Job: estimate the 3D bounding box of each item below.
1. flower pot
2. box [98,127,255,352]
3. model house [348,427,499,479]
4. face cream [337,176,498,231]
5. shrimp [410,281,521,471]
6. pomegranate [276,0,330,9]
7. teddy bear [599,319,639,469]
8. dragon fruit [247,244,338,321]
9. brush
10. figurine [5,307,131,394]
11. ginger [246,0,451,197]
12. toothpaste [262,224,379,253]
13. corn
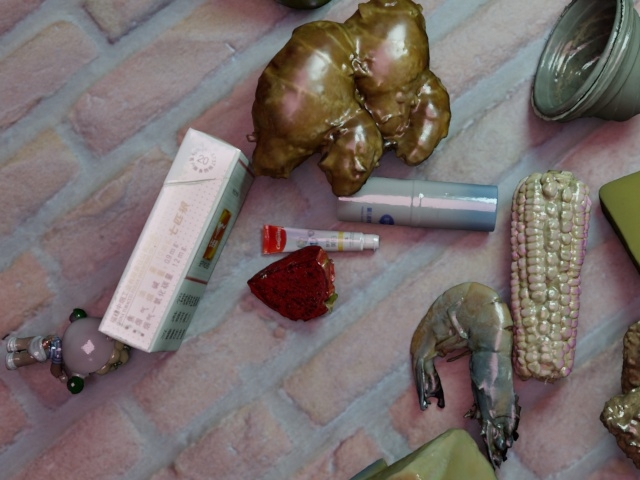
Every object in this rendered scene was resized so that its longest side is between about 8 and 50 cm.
[{"bbox_3d":[0.442,-0.271,1.677,0.141,0.235,0.235,21,86,-19],"label":"flower pot"},{"bbox_3d":[-0.213,0.007,1.685,0.095,0.210,0.330,25,87,5],"label":"box"},{"bbox_3d":[0.091,0.520,1.544,0.343,0.382,0.334,-37,81,36],"label":"model house"},{"bbox_3d":[0.154,-0.059,1.729,0.250,0.077,0.077,4,85,6],"label":"face cream"},{"bbox_3d":[0.218,0.211,1.688,0.178,0.075,0.289,-6,90,33],"label":"shrimp"},{"bbox_3d":[-0.027,-0.459,1.722,0.179,0.210,0.179,-3,101,-14],"label":"pomegranate"},{"bbox_3d":[0.545,0.200,1.592,0.296,0.222,0.246,-42,101,6],"label":"teddy bear"},{"bbox_3d":[-0.024,0.068,1.734,0.162,0.083,0.106,-22,108,35],"label":"dragon fruit"},{"bbox_3d":[0.520,-0.020,1.666,0.123,0.059,0.197,-22,52,4],"label":"brush"},{"bbox_3d":[-0.403,0.177,1.746,0.197,0.093,0.147,-10,62,11],"label":"figurine"},{"bbox_3d":[0.042,-0.219,1.701,0.358,0.152,0.274,-24,95,-15],"label":"ginger"},{"bbox_3d":[0.000,0.000,1.761,0.190,0.031,0.048,1,90,7],"label":"toothpaste"},{"bbox_3d":[0.348,0.056,1.687,0.127,0.126,0.335,6,89,5],"label":"corn"}]
